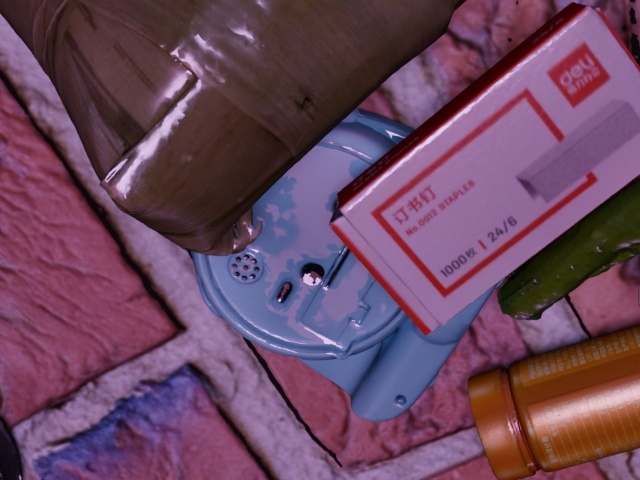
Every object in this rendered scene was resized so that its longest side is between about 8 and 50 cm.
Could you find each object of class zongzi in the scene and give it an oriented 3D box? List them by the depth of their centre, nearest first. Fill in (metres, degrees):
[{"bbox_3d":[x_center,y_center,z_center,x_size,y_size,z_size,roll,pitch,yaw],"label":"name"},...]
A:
[{"bbox_3d":[-0.042,-0.255,0.719,0.447,0.181,0.418,-41,65,-3],"label":"zongzi"}]

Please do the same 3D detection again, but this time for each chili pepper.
[{"bbox_3d":[0.262,-0.028,0.682,0.359,0.085,0.076,-33,89,47],"label":"chili pepper"}]

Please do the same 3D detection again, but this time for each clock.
[{"bbox_3d":[0.000,0.000,0.807,0.274,0.094,0.223,28,109,-3],"label":"clock"}]

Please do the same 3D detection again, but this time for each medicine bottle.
[{"bbox_3d":[0.225,0.129,0.817,0.192,0.096,0.096,-20,105,14],"label":"medicine bottle"}]

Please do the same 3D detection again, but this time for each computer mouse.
[{"bbox_3d":[-0.320,0.222,0.954,0.079,0.047,0.135,-1,97,15],"label":"computer mouse"}]

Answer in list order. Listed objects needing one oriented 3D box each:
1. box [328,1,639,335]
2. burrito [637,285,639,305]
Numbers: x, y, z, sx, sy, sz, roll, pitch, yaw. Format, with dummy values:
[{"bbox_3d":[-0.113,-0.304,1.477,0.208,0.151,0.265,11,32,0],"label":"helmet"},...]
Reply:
[{"bbox_3d":[0.127,-0.048,0.704,0.229,0.050,0.123,-38,106,10],"label":"box"},{"bbox_3d":[0.351,0.023,0.773,0.226,0.087,0.060,-1,117,5],"label":"burrito"}]
